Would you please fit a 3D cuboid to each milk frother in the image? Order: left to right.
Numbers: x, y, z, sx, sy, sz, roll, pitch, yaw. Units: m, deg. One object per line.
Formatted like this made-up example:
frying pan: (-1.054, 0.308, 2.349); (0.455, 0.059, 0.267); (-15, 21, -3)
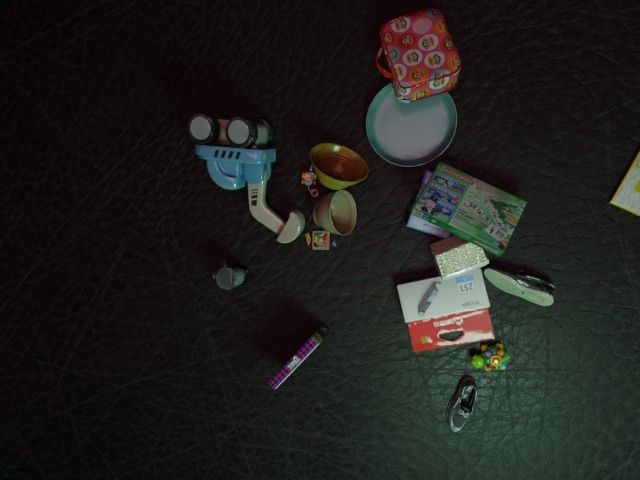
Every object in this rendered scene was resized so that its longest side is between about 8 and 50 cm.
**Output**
milk frother: (-0.369, 0.142, 1.658); (0.143, 0.135, 0.129); (-42, 82, 10)

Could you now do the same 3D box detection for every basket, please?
basket: (0.471, 0.045, 1.471); (0.167, 0.113, 0.103); (-22, 110, 11)

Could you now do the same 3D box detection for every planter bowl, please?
planter bowl: (0.042, -0.100, 1.564); (0.109, 0.162, 0.162); (0, 92, 39)
planter bowl: (0.054, -0.244, 1.518); (0.217, 0.217, 0.090); (31, 134, 10)

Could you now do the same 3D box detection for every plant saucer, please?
plant saucer: (0.324, -0.422, 1.541); (0.317, 0.043, 0.318); (0, 91, 13)

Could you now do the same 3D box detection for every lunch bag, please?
lunch bag: (0.320, -0.627, 1.466); (0.258, 0.120, 0.293); (-14, 73, 8)

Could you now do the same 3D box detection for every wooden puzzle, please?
wooden puzzle: (0.000, 0.000, 1.636); (0.116, 0.014, 0.079); (-6, 90, 12)

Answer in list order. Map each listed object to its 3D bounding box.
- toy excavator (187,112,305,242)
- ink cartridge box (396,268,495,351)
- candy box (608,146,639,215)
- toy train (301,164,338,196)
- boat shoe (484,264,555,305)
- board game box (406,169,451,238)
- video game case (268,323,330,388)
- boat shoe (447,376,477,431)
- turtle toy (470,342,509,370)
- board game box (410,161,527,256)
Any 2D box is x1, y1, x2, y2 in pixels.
toy excavator: (-0.262, -0.235, 1.613); (0.432, 0.222, 0.445); (8, 107, 12)
ink cartridge box: (0.445, 0.253, 1.521); (0.296, 0.066, 0.261); (-14, 88, 12)
candy box: (1.045, -0.193, 1.398); (0.105, 0.027, 0.206); (28, 97, 13)
toy train: (0.002, -0.250, 1.613); (0.166, 0.046, 0.125); (-43, 82, 10)
boat shoe: (0.682, 0.141, 1.473); (0.233, 0.084, 0.079); (24, 58, 17)
board game box: (0.417, -0.126, 1.530); (0.160, 0.039, 0.212); (20, 96, 10)
video game case: (-0.071, 0.417, 1.563); (0.042, 0.210, 0.232); (44, 100, 8)
boat shoe: (0.501, 0.589, 1.517); (0.075, 0.065, 0.206); (19, 96, 11)
turtle toy: (0.591, 0.413, 1.493); (0.130, 0.066, 0.095); (-10, 89, 12)
board game box: (0.491, -0.111, 1.423); (0.317, 0.046, 0.213); (29, 67, 14)
